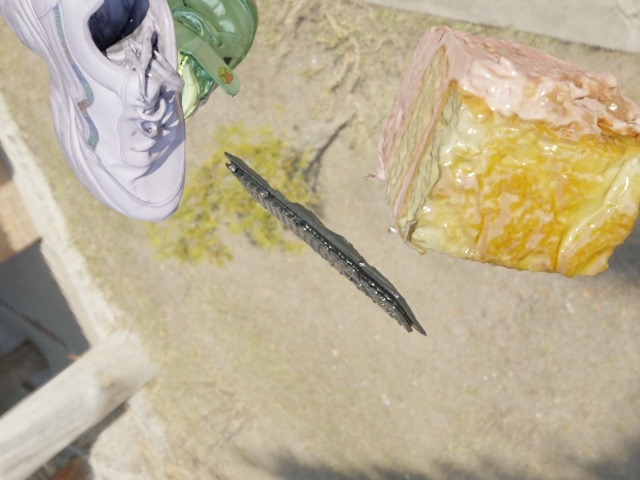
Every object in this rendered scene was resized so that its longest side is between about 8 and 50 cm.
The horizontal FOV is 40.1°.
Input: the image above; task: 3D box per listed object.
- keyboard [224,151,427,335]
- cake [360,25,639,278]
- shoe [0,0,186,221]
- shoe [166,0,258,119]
[{"bbox_3d":[-0.001,0.001,0.632,0.196,0.015,0.074,41,169,36],"label":"keyboard"},{"bbox_3d":[0.266,-0.133,1.257,0.314,0.307,0.293,15,113,-13],"label":"cake"},{"bbox_3d":[-0.137,-0.108,0.617,0.137,0.095,0.245,28,146,45],"label":"shoe"},{"bbox_3d":[-0.181,-0.246,1.205,0.140,0.262,0.128,38,-173,-23],"label":"shoe"}]
